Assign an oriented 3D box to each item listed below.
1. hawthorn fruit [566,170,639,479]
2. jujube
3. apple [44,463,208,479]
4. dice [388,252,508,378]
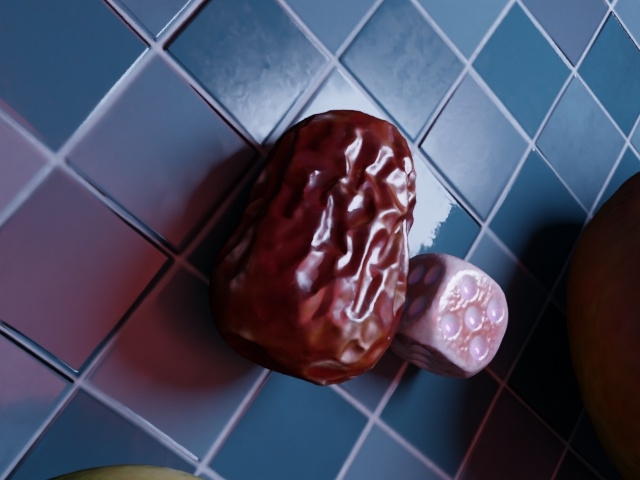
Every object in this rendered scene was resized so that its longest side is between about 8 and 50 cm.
[{"bbox_3d":[0.484,0.116,0.686,0.471,0.471,0.472,2,85,-30],"label":"hawthorn fruit"},{"bbox_3d":[0.000,0.000,0.551,0.155,0.155,0.230,24,68,-27],"label":"jujube"},{"bbox_3d":[-0.107,0.300,0.376,0.277,0.319,0.319,44,65,-42],"label":"apple"},{"bbox_3d":[0.114,0.072,0.640,0.091,0.093,0.094,39,68,-23],"label":"dice"}]
